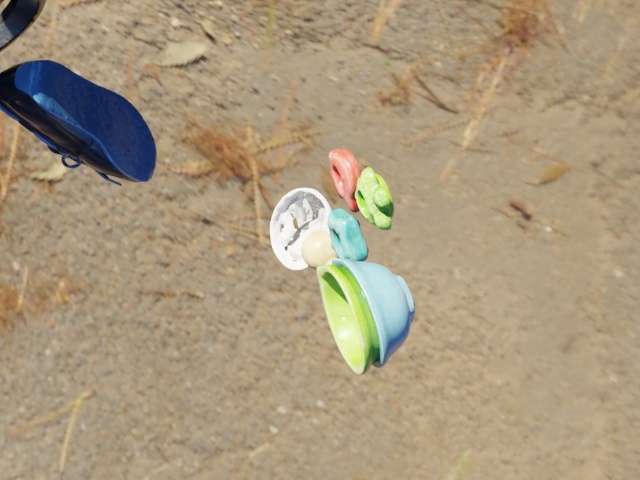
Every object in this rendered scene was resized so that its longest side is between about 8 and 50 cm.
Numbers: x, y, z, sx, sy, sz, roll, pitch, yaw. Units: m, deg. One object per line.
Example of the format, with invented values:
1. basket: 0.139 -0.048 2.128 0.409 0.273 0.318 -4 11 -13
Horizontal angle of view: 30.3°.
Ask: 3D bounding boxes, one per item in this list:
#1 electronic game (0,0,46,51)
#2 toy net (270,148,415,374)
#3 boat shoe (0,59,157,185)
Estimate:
1. electronic game: -0.382 -0.229 1.243 0.229 0.229 0.048 -33 88 -7
2. toy net: 0.000 0.000 0.763 0.045 0.232 0.122 -20 105 -13
3. boat shoe: -0.294 -0.149 1.426 0.258 0.089 0.109 45 47 -51
